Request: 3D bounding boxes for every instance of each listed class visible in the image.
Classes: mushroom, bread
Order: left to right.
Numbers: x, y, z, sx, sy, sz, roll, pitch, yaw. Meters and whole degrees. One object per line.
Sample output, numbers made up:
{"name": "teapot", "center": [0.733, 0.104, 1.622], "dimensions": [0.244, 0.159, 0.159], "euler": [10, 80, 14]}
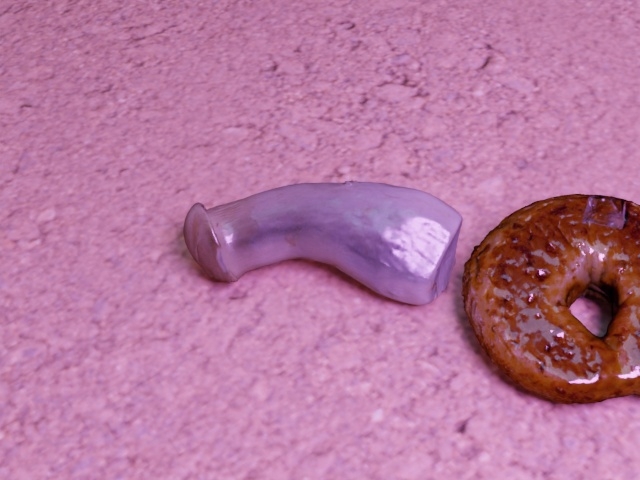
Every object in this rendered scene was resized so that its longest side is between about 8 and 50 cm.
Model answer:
{"name": "mushroom", "center": [-0.001, -0.005, 0.791], "dimensions": [0.223, 0.092, 0.081], "euler": [6, 4, 8]}
{"name": "bread", "center": [0.200, 0.043, 0.735], "dimensions": [0.193, 0.064, 0.193], "euler": [-3, 53, 5]}
